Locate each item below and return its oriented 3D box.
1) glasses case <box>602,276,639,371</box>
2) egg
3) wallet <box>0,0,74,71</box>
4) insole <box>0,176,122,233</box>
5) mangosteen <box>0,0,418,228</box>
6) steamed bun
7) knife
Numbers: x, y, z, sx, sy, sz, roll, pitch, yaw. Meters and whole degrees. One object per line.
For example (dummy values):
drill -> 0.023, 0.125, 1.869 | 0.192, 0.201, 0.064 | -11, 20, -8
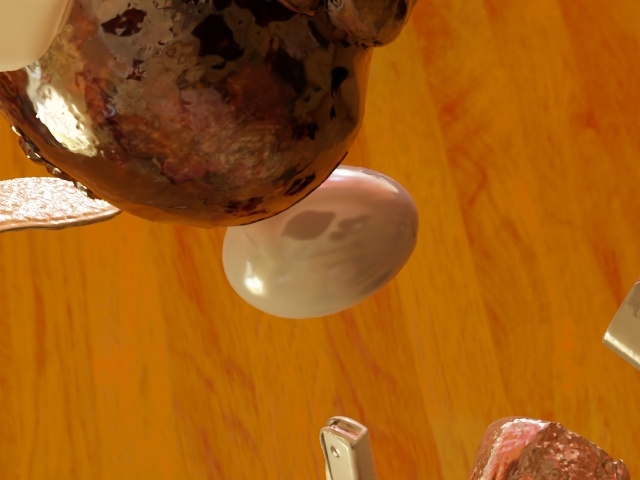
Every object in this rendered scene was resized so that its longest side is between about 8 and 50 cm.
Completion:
glasses case -> 0.291, 0.101, 1.007 | 0.190, 0.072, 0.042 | 38, 39, 16
egg -> 0.000, 0.000, 1.399 | 0.198, 0.146, 0.146 | -14, 59, 9
wallet -> -0.192, -0.101, 0.629 | 0.190, 0.095, 0.033 | -15, 66, -38
insole -> -0.280, -0.030, 1.289 | 0.248, 0.011, 0.081 | -13, 43, -44
mangosteen -> -0.091, -0.164, 1.029 | 0.330, 0.330, 0.330 | -2, 60, 4
steamed bun -> 0.246, 0.274, 1.543 | 0.175, 0.106, 0.145 | 22, 48, 6
knife -> 0.035, 0.291, 1.602 | 0.073, 0.265, 0.040 | 27, 54, 31
